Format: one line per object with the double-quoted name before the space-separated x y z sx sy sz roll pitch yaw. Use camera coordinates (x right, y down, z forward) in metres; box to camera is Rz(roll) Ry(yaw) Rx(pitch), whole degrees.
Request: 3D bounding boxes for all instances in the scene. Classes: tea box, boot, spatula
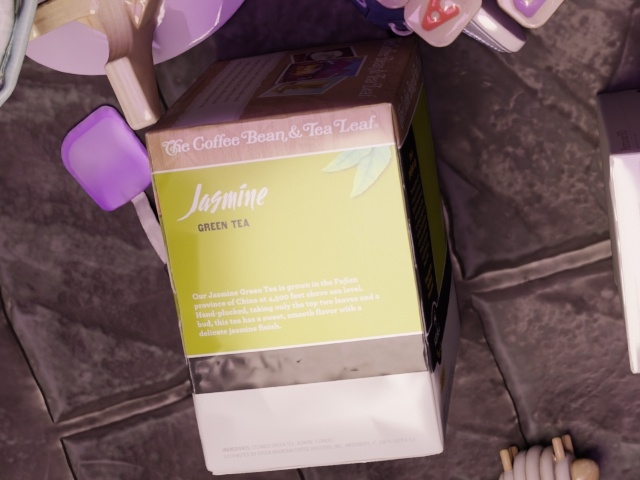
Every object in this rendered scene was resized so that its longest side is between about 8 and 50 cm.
"tea box" 0.000 0.000 1.554 0.220 0.329 0.323 -6 105 9
"boot" 0.105 -0.227 1.614 0.190 0.069 0.086 41 115 2
"spatula" -0.163 0.001 1.714 0.084 0.030 0.296 -35 85 16

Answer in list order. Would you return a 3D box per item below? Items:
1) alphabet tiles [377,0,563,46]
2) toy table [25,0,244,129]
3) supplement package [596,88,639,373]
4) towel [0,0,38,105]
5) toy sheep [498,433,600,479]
"alphabet tiles" 0.137 -0.336 1.553 0.284 0.021 0.278 40 95 2
"toy table" -0.198 -0.243 1.591 0.274 0.161 0.252 -31 101 16
"supplement package" 0.340 -0.022 1.540 0.145 0.262 0.204 -7 106 8
"towel" -0.324 -0.318 1.499 0.090 0.320 0.374 11 102 -32
"toy sheep" 0.229 0.253 1.736 0.132 0.091 0.091 -17 105 26
